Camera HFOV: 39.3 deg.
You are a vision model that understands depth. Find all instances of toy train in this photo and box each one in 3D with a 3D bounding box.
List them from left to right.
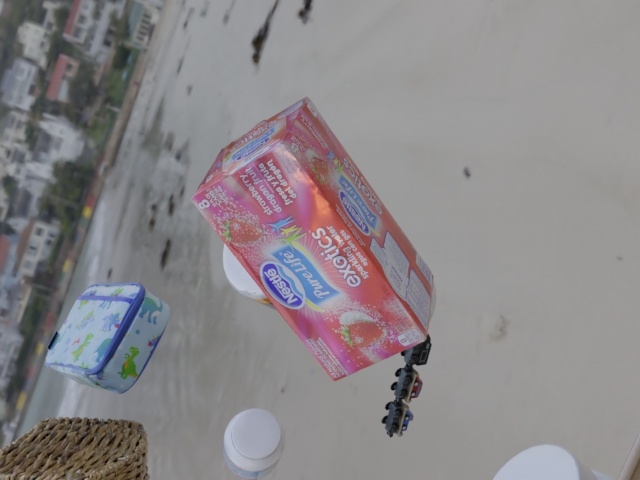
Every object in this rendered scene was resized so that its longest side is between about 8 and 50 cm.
[{"bbox_3d":[0.109,0.180,1.118,0.027,0.036,0.158,47,132,49],"label":"toy train"}]

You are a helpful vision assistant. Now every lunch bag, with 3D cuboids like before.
[{"bbox_3d":[-0.351,0.152,1.477,0.219,0.090,0.176,-1,55,51],"label":"lunch bag"}]

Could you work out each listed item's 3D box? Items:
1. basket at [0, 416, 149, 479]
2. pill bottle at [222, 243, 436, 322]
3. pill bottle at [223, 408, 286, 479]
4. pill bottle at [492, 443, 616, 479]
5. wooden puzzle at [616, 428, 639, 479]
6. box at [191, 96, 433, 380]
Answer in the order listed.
[{"bbox_3d":[-0.368,0.411,1.346,0.299,0.213,0.223,-37,-51,-84],"label":"basket"},{"bbox_3d":[0.020,0.042,1.187,0.162,0.278,0.162,-25,51,35],"label":"pill bottle"},{"bbox_3d":[-0.094,0.287,1.271,0.160,0.087,0.087,105,178,-67],"label":"pill bottle"},{"bbox_3d":[0.456,0.516,1.458,0.224,0.392,0.224,-40,22,20],"label":"pill bottle"},{"bbox_3d":[0.569,0.345,1.239,0.322,0.348,0.080,-57,4,-20],"label":"wooden puzzle"},{"bbox_3d":[0.000,0.000,0.931,0.122,0.257,0.128,-28,21,23],"label":"box"}]
